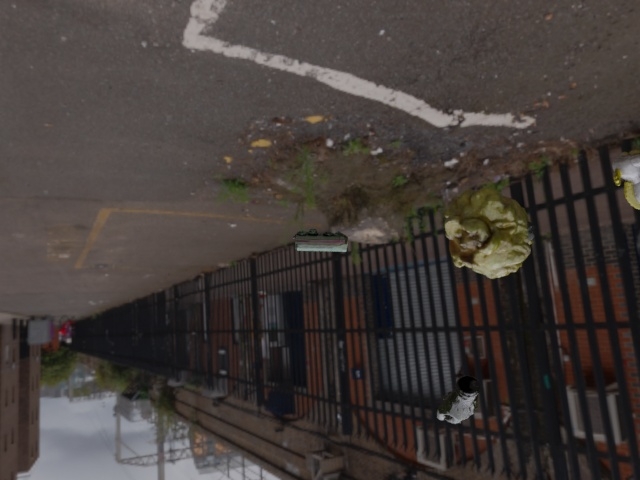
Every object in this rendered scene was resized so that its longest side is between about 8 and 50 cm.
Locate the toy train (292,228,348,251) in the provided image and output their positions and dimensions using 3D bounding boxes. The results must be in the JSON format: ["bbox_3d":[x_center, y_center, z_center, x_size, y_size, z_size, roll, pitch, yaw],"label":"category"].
[{"bbox_3d":[0.000,0.000,1.377,0.147,0.038,0.071,1,-153,-2],"label":"toy train"}]

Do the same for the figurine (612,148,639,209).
[{"bbox_3d":[0.896,-0.172,1.474,0.178,0.130,0.109,38,175,-19],"label":"figurine"}]

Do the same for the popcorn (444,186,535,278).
[{"bbox_3d":[0.490,-0.021,1.545,0.252,0.286,0.215,-33,-172,-13],"label":"popcorn"}]

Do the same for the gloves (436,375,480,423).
[{"bbox_3d":[0.453,0.532,1.711,0.135,0.107,0.268,-18,151,-18],"label":"gloves"}]
